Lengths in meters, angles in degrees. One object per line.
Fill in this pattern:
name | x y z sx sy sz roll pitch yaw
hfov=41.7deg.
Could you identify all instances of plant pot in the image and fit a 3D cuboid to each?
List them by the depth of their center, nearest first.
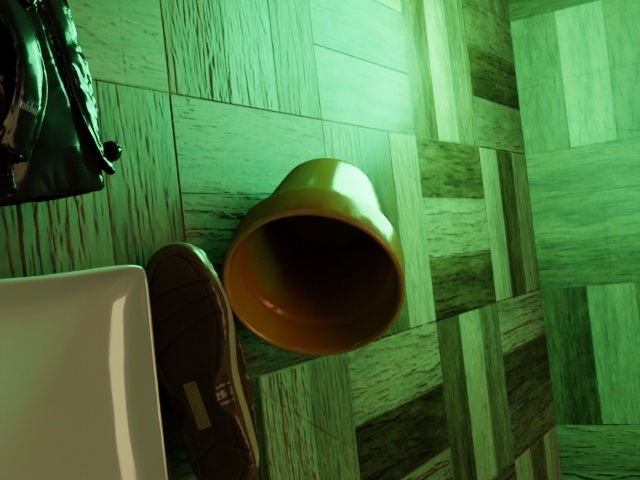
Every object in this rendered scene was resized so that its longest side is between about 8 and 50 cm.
plant pot | 0.000 0.000 1.007 0.188 0.205 0.205 -80 149 -54

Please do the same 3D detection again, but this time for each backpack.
backpack | -0.250 -0.119 0.666 0.152 0.115 0.182 -23 103 -70

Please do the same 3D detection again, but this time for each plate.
plate | -0.238 0.166 0.695 0.278 0.045 0.277 -4 89 -60

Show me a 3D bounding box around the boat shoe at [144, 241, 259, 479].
boat shoe | -0.122 0.127 0.876 0.095 0.095 0.258 -37 117 -82
